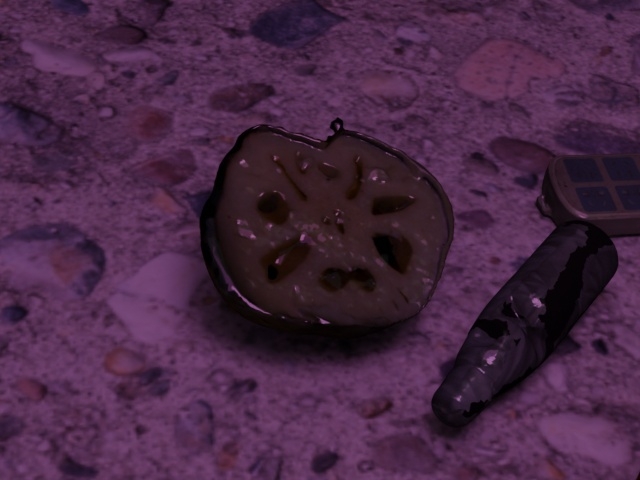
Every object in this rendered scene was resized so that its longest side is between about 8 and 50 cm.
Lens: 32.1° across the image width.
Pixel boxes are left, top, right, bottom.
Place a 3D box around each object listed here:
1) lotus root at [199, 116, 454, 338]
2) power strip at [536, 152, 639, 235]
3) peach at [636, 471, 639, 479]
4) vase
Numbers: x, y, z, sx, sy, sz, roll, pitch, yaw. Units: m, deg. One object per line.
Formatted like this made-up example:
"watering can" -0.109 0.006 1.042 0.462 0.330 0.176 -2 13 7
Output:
"lotus root" -0.001 0.003 0.841 0.183 0.078 0.204 25 50 2
"power strip" 0.296 -0.042 0.951 0.226 0.029 0.080 -3 45 -10
"peach" 0.271 0.182 0.610 0.196 0.190 0.226 17 38 -2
"vase" 0.147 0.062 0.807 0.060 0.060 0.211 30 49 22
